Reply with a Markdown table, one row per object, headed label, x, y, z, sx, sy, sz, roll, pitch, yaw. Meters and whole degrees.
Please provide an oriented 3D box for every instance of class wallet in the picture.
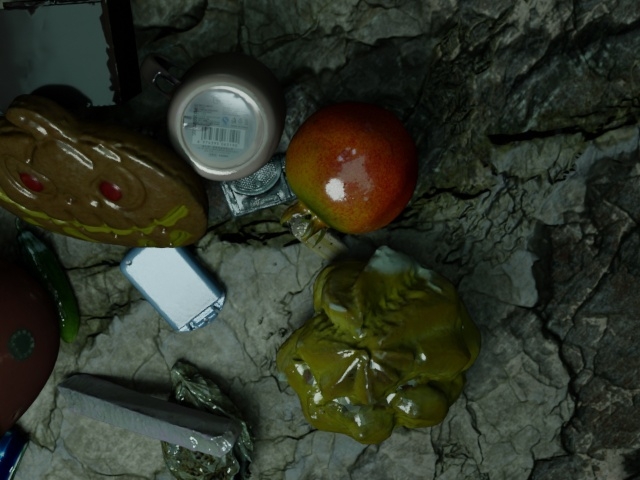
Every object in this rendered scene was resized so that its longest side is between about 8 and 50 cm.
| label | x | y | z | sx | sy | sz | roll | pitch | yaw |
| --- | --- | --- | --- | --- | --- | --- | --- | --- | --- |
| wallet | -0.108 | -0.095 | 1.408 | 0.129 | 0.026 | 0.088 | -17 | 108 | 3 |

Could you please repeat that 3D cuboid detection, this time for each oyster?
| label | x | y | z | sx | sy | sz | roll | pitch | yaw |
| --- | --- | --- | --- | --- | --- | --- | --- | --- | --- |
| oyster | -0.212 | 0.370 | 1.520 | 0.198 | 0.112 | 0.267 | 15 | 116 | 14 |

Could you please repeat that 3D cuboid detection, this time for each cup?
| label | x | y | z | sx | sy | sz | roll | pitch | yaw |
| --- | --- | --- | --- | --- | --- | --- | --- | --- | --- |
| cup | -0.176 | -0.213 | 1.277 | 0.253 | 0.200 | 0.191 | 34 | 103 | -12 |

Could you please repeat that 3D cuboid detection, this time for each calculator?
| label | x | y | z | sx | sy | sz | roll | pitch | yaw |
| --- | --- | --- | --- | --- | --- | --- | --- | --- | --- |
| calculator | -0.267 | 0.072 | 1.448 | 0.121 | 0.039 | 0.210 | -38 | 105 | 7 |

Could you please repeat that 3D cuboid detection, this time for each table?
| label | x | y | z | sx | sy | sz | roll | pitch | yaw |
| --- | --- | --- | --- | --- | --- | --- | --- | --- | --- |
| table | -0.401 | -0.300 | 1.256 | 0.193 | 0.169 | 0.172 | -5 | 108 | 0 |

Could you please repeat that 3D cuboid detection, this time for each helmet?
| label | x | y | z | sx | sy | sz | roll | pitch | yaw |
| --- | --- | --- | --- | --- | --- | --- | --- | --- | --- |
| helmet | -0.578 | 0.141 | 1.347 | 0.230 | 0.385 | 0.337 | -41 | 134 | -30 |

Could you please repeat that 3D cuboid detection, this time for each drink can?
| label | x | y | z | sx | sy | sz | roll | pitch | yaw |
| --- | --- | --- | --- | --- | --- | --- | --- | --- | --- |
| drink can | -0.656 | 0.381 | 1.489 | 0.205 | 0.118 | 0.118 | 24 | 105 | -11 |

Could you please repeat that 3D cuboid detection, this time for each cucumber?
| label | x | y | z | sx | sy | sz | roll | pitch | yaw |
| --- | --- | --- | --- | --- | --- | --- | --- | --- | --- |
| cucumber | -0.484 | 0.072 | 1.430 | 0.056 | 0.056 | 0.250 | -18 | 110 | 3 |

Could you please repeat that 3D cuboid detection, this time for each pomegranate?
| label | x | y | z | sx | sy | sz | roll | pitch | yaw |
| --- | --- | --- | --- | --- | --- | --- | --- | --- | --- |
| pomegranate | 0.038 | -0.105 | 1.310 | 0.221 | 0.221 | 0.256 | 42 | 91 | -14 |

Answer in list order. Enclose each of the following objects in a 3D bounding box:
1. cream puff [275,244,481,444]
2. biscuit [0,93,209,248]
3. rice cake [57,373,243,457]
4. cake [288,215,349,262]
| label | x | y | z | sx | sy | sz | roll | pitch | yaw |
| --- | --- | --- | --- | --- | --- | --- | --- | --- | --- |
| cream puff | 0.104 | 0.200 | 1.385 | 0.378 | 0.275 | 0.378 | -2 | 109 | -5 |
| biscuit | -0.376 | -0.089 | 1.254 | 0.394 | 0.070 | 0.350 | 2 | 148 | 22 |
| rice cake | -0.311 | 0.315 | 1.444 | 0.365 | 0.073 | 0.056 | 11 | 113 | 19 |
| cake | 0.000 | 0.000 | 1.430 | 0.052 | 0.065 | 0.121 | -40 | 112 | 12 |
